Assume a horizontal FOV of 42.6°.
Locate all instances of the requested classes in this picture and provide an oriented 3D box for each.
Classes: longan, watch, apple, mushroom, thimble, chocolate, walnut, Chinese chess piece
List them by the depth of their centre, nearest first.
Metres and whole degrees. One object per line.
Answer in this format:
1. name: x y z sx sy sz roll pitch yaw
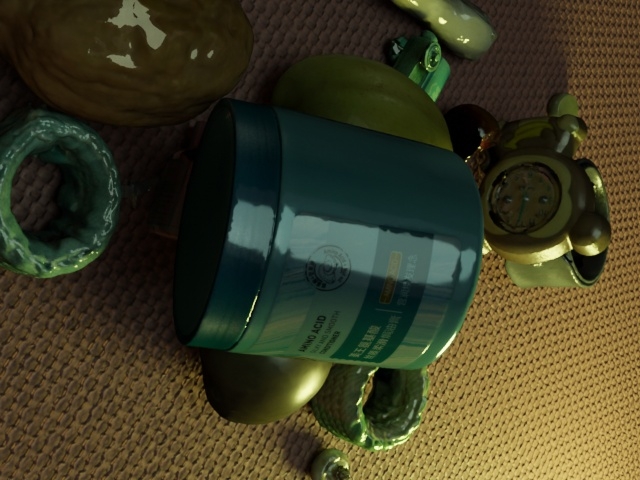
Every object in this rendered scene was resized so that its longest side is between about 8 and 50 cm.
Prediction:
1. walnut: -0.266 -0.297 1.078 0.343 0.306 0.306 -15 105 -40
2. thimble: -0.381 -0.069 1.108 0.198 0.143 0.235 -4 97 -39
3. longan: -0.094 0.183 1.328 0.248 0.248 0.248 -6 99 -39
4. apple: 0.049 -0.123 1.423 0.360 0.311 0.320 25 52 -35
5. thimble: 0.090 0.273 1.530 0.219 0.150 0.219 -7 101 -38
6. mushroom: 0.027 0.438 1.545 0.085 0.079 0.085 -7 101 -42
7. mushroom: 0.230 -0.442 1.584 0.351 0.109 0.097 19 125 -42
8. chocolate: 0.304 -0.211 1.668 0.133 0.124 0.127 7 89 -71
9. watch: 0.506 -0.068 1.773 0.326 0.314 0.335 23 70 -51
10. Chinese chess piece: 0.567 -0.304 1.919 0.084 0.034 0.084 -8 102 -37

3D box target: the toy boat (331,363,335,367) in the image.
1. toy boat: 0.003 0.157 1.468 0.061 0.116 0.188 29 76 -44

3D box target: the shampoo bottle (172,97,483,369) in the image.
1. shampoo bottle: 0.000 0.000 1.129 0.342 0.331 0.331 10 90 -20

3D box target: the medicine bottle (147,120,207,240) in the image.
1. medicine bottle: -0.186 -0.087 1.293 0.119 0.094 0.188 19 84 -35

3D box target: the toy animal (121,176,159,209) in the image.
1. toy animal: -0.284 -0.072 1.258 0.084 0.028 0.050 -10 93 -37

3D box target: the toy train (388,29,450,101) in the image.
1. toy train: 0.164 -0.275 1.566 0.248 0.101 0.159 -58 142 -17
